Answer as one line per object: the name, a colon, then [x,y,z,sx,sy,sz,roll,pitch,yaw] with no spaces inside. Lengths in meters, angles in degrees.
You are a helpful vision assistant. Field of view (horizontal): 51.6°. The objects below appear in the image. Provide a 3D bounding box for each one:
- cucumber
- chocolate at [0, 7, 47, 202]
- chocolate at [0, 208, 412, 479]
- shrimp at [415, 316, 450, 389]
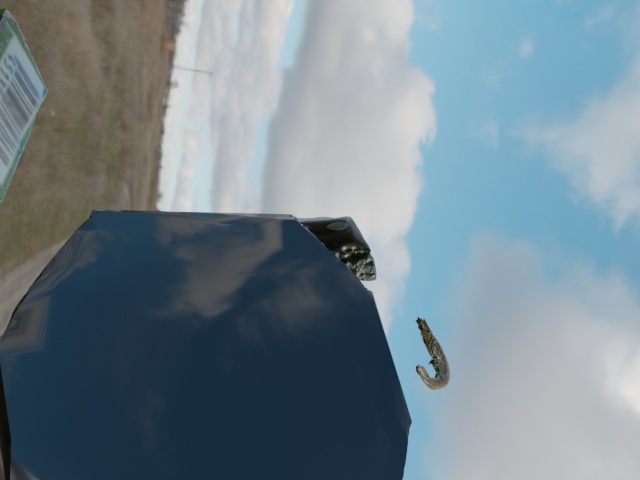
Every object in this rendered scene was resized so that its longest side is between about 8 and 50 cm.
cucumber: [0.000,0.000,1.114,0.086,0.192,0.116,80,14,-54]
chocolate: [-0.628,-0.166,1.037,0.360,0.341,0.162,-95,162,-45]
chocolate: [-0.147,0.197,0.650,0.331,0.383,0.384,-36,-132,48]
shrimp: [0.163,0.173,1.008,0.023,0.083,0.115,-27,-99,37]
